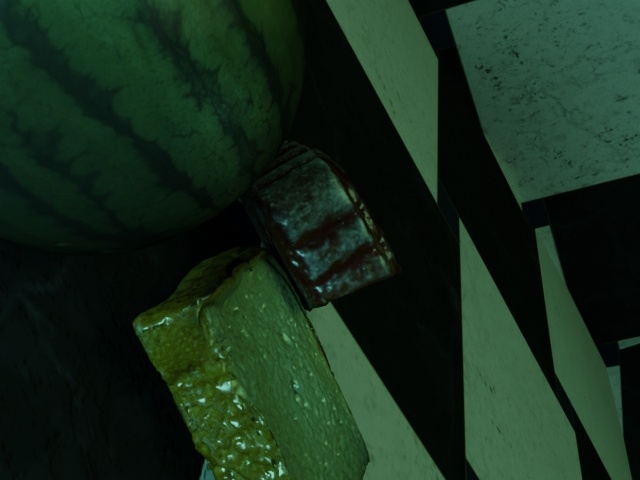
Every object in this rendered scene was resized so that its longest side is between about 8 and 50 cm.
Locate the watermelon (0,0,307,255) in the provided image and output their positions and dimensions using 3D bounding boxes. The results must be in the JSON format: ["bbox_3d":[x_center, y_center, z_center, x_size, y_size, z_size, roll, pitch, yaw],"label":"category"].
[{"bbox_3d":[-0.152,-0.138,0.605,0.359,0.279,0.278,55,24,-36],"label":"watermelon"}]

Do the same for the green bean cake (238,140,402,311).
[{"bbox_3d":[0.000,0.000,1.004,0.198,0.097,0.233,60,-6,-13],"label":"green bean cake"}]

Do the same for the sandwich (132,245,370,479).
[{"bbox_3d":[-0.052,0.137,0.857,0.251,0.087,0.226,67,18,-10],"label":"sandwich"}]
